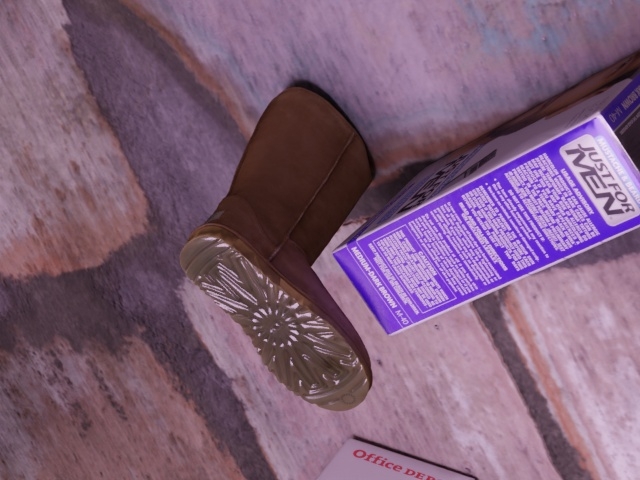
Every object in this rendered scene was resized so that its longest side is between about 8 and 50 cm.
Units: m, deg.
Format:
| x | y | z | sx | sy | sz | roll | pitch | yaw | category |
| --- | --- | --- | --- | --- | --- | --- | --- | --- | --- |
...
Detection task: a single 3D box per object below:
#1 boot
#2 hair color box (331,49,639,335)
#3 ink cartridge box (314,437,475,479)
| x | y | z | sx | sy | sz | roll | pitch | yaw | category |
| --- | --- | --- | --- | --- | --- | --- | --- | --- | --- |
| 0.000 | 0.000 | 1.539 | 0.089 | 0.269 | 0.236 | -29 | 108 | 35 | boot |
| 0.187 | -0.047 | 1.417 | 0.339 | 0.185 | 0.110 | -26 | 101 | 45 | hair color box |
| 0.055 | 0.372 | 1.786 | 0.171 | 0.232 | 0.168 | 16 | 131 | 28 | ink cartridge box |
